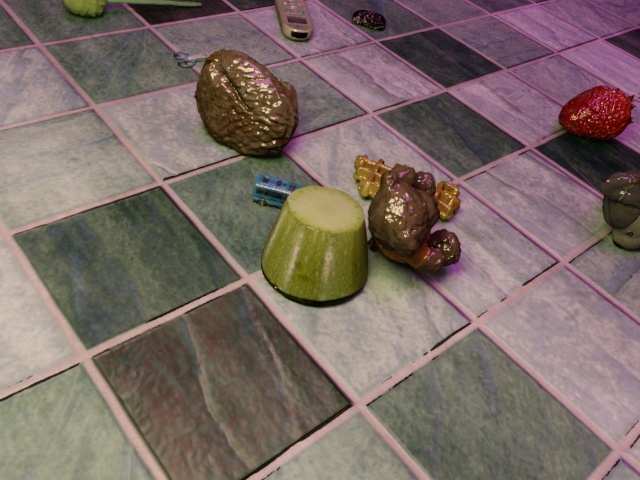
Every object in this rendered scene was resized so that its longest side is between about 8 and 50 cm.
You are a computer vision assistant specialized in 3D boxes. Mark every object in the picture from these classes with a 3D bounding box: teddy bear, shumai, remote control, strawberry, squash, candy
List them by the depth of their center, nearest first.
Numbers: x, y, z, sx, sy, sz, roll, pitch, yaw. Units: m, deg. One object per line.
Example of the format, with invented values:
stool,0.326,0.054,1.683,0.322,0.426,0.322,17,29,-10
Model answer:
squash,0.000,0.000,0.898,0.170,0.123,0.170,9,38,-7
teddy bear,0.127,-0.030,0.914,0.140,0.190,0.177,-19,76,10
teddy bear,0.607,-0.052,1.104,0.251,0.144,0.171,17,22,2
shumai,-0.117,-0.263,1.111,0.206,0.166,0.175,45,37,-4
strawberry,0.619,-0.292,1.355,0.148,0.131,0.131,12,43,-14
candy,-0.431,-0.563,1.404,0.335,0.093,0.092,-12,92,-36
remote control,-0.069,-0.566,1.512,0.078,0.042,0.221,1,46,-15

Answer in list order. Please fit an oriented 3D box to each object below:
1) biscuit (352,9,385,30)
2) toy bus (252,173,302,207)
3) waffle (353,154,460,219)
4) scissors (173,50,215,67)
biscuit,0.130,-0.587,1.596,0.089,0.027,0.087,-9,47,-23
toy bus,-0.070,-0.080,1.008,0.083,0.046,0.038,15,43,2
waffle,0.158,-0.094,1.083,0.192,0.046,0.161,-2,46,-18
scissors,-0.258,-0.400,1.310,0.119,0.014,0.058,-14,54,-23
